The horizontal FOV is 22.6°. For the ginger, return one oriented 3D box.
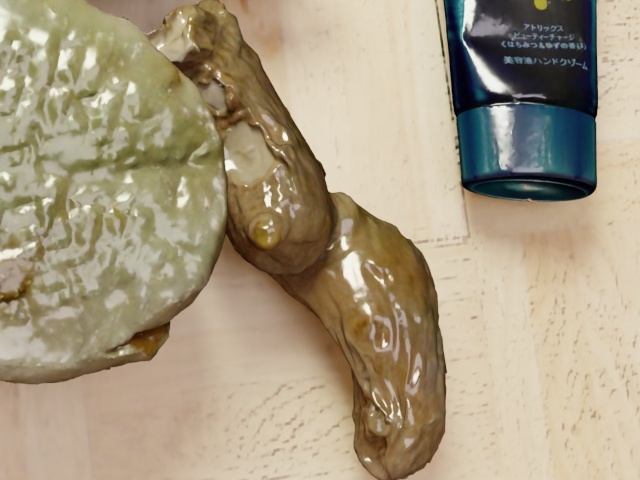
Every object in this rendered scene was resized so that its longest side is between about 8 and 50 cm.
[{"bbox_3d":[-0.001,-0.002,0.872,0.084,0.122,0.290,-29,101,7],"label":"ginger"}]

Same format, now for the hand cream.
[{"bbox_3d":[0.120,-0.159,0.976,0.120,0.061,0.270,4,75,-19],"label":"hand cream"}]

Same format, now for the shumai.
[{"bbox_3d":[-0.151,-0.021,0.792,0.201,0.120,0.201,2,84,-20],"label":"shumai"}]
